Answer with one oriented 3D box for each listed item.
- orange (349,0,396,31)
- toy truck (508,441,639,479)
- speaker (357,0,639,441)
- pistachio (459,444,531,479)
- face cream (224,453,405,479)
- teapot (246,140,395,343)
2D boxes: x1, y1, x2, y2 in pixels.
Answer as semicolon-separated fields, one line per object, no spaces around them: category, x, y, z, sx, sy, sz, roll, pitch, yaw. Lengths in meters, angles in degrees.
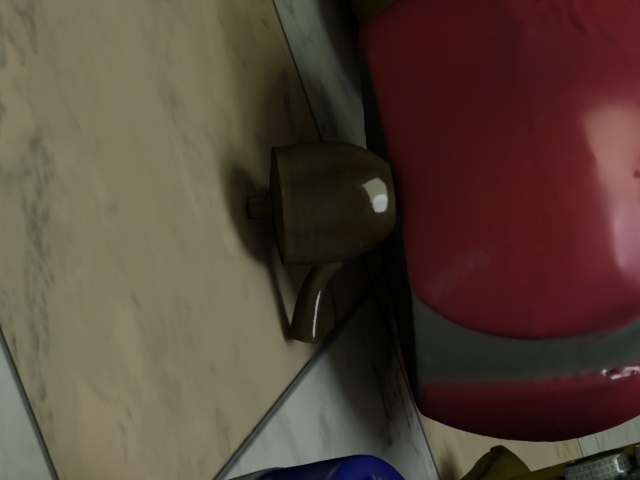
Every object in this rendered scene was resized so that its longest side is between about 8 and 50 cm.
orange;0.135;-0.207;1.278;0.279;0.235;0.279;-13;90;-80
toy truck;0.148;0.170;0.978;0.114;0.227;0.098;-4;78;-80
speaker;0.124;-0.029;1.053;0.294;0.294;0.294;-17;90;-73
pistachio;0.108;0.194;1.114;0.089;0.049;0.173;45;21;-16
face cream;-0.011;0.190;0.645;0.206;0.111;0.206;-17;90;-72
teapot;0.000;0.000;0.949;0.085;0.080;0.110;-134;-141;-82
